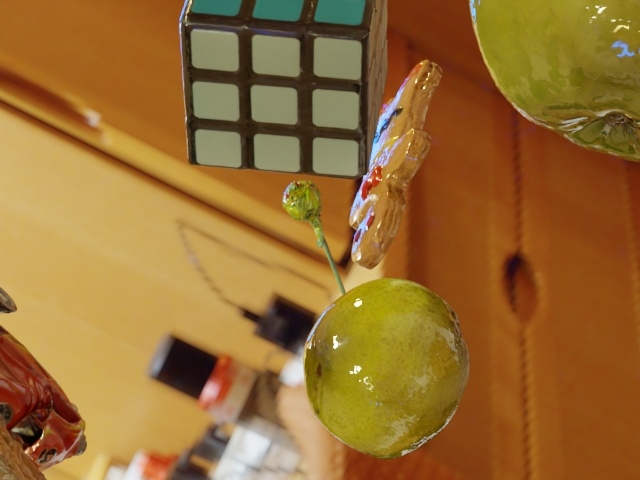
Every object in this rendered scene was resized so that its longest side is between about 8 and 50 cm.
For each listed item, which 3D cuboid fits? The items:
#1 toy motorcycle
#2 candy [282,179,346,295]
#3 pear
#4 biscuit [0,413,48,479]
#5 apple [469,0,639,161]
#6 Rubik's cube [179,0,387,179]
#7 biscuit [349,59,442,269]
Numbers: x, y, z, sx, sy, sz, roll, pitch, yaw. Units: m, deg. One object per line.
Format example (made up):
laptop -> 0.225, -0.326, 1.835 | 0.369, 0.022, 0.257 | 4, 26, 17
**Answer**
toy motorcycle -> -0.320, 0.127, 1.773 | 0.089, 0.298, 0.171 | -37, 29, 12
candy -> 0.000, 0.000, 1.691 | 0.035, 0.123, 0.035 | -33, 19, -28
pear -> 0.038, 0.093, 1.385 | 0.141, 0.104, 0.141 | -25, 58, 47
biscuit -> -0.277, 0.216, 1.540 | 0.094, 0.378, 0.054 | -20, 44, 8
apple -> 0.265, -0.203, 1.512 | 0.292, 0.292, 0.254 | 152, 134, -68
Rubik's cube -> -0.028, -0.164, 1.591 | 0.160, 0.162, 0.163 | -79, -10, -49
biscuit -> 0.069, -0.077, 1.956 | 0.165, 0.036, 0.250 | -51, 19, 51
